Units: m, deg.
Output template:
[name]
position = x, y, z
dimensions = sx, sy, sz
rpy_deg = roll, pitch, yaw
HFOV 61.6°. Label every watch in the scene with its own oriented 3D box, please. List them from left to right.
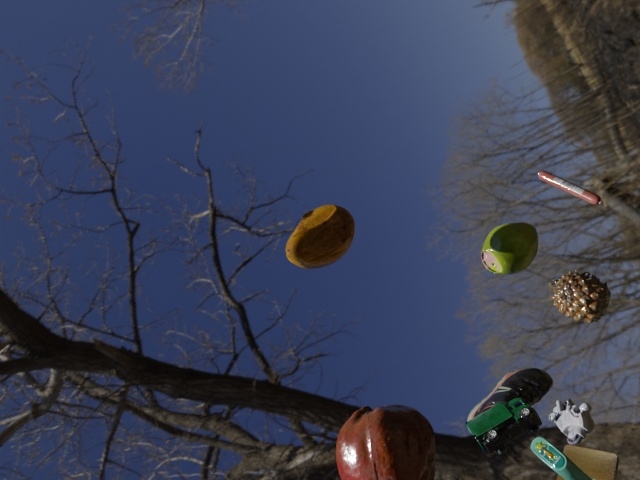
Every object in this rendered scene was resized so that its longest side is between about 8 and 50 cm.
[watch]
position = 0.803, 0.747, 1.787
dimensions = 0.195, 0.068, 0.237
rpy_deg = 42, 176, -27

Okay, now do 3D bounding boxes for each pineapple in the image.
[pineapple]
position = 0.839, 0.178, 1.763
dimensions = 0.166, 0.193, 0.166
rpy_deg = -20, -60, -39

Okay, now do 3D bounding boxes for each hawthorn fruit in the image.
[hawthorn fruit]
position = 0.167, 0.530, 1.322
dimensions = 0.258, 0.258, 0.261
rpy_deg = 32, -160, -38

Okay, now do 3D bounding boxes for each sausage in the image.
[sausage]
position = 0.722, -0.156, 1.564
dimensions = 0.029, 0.029, 0.223
rpy_deg = 26, -169, -42

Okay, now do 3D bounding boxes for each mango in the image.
[mango]
position = 0.000, 0.000, 1.896
dimensions = 0.290, 0.160, 0.190
rpy_deg = -33, -59, -27

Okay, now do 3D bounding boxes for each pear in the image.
[pear]
position = 0.710, 0.026, 1.981
dimensions = 0.220, 0.187, 0.187
rpy_deg = -28, -89, -17

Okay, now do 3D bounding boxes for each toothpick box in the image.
[toothpick box]
position = 1.037, 0.940, 2.006
dimensions = 0.308, 0.190, 0.187
rpy_deg = 54, -131, -27

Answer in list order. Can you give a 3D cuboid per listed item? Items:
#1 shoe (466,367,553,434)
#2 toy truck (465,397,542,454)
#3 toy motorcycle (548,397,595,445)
[shoe]
position = 0.557, 0.478, 1.578
dimensions = 0.114, 0.291, 0.137
rpy_deg = 50, 178, 9
[toy truck]
position = 0.417, 0.418, 1.212
dimensions = 0.065, 0.147, 0.079
rpy_deg = 57, -177, -25
[toy motorcycle]
position = 1.078, 0.754, 2.274
dimensions = 0.110, 0.171, 0.260
rpy_deg = 42, -166, -3
